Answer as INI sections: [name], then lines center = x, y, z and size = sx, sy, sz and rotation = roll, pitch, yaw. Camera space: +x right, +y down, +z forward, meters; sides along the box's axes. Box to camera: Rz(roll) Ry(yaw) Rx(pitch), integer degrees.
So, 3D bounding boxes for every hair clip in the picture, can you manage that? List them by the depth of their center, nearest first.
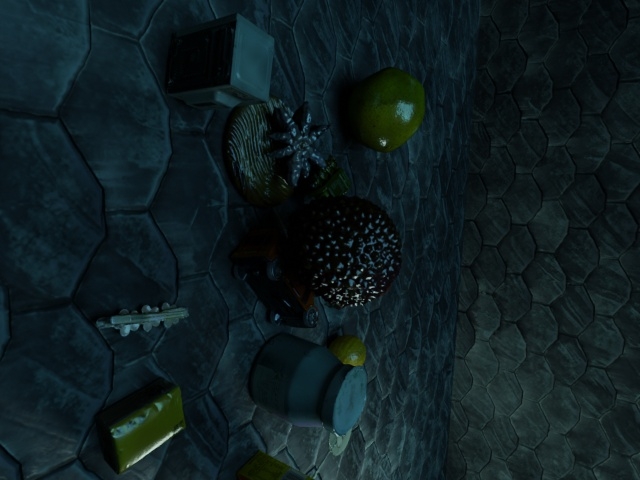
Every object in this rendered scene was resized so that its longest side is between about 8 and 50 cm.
[hair clip]
center = -0.383, 0.170, 0.896
size = 0.213, 0.056, 0.063
rotation = 9, 72, -64

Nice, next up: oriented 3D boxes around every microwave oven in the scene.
[microwave oven]
center = -0.220, -0.374, 0.890
size = 0.122, 0.207, 0.163
rotation = 6, 91, -55

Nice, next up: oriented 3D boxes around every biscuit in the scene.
[biscuit]
center = -0.146, -0.251, 1.168
size = 0.317, 0.040, 0.319
rotation = -15, 108, -54

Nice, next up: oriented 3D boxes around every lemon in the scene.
[lemon]
center = 0.102, 0.427, 1.555
size = 0.187, 0.142, 0.143
rotation = -19, 111, -58

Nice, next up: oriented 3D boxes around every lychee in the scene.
[lychee]
center = 0.066, 0.027, 1.105
size = 0.329, 0.305, 0.307
rotation = -1, 97, -38

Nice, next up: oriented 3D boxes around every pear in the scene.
[pear]
center = 0.233, -0.460, 1.482
size = 0.294, 0.293, 0.295
rotation = -14, 107, -54

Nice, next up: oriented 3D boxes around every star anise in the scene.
[star anise]
center = -0.062, -0.266, 1.155
size = 0.229, 0.092, 0.237
rotation = 24, 84, -39

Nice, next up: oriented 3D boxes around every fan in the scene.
[fan]
center = 0.053, 0.835, 1.670
size = 0.329, 0.009, 0.191
rotation = -42, 129, -44

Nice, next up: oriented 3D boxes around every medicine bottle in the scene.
[medicine bottle]
center = -0.028, 0.431, 1.236
size = 0.244, 0.289, 0.246
rotation = -15, 108, -54

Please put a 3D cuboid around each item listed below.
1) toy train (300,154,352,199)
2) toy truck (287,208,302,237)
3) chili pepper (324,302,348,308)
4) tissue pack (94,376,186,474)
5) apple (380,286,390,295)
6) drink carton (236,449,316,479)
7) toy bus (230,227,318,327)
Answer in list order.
[toy train]
center = 0.021, -0.184, 1.321
size = 0.137, 0.090, 0.225
rotation = 57, 29, -13
[toy truck]
center = 0.000, 0.005, 1.356
size = 0.127, 0.127, 0.257
rotation = -73, 147, -41
[chili pepper]
center = 0.094, 0.228, 1.594
size = 0.267, 0.059, 0.051
rotation = -13, 144, -57
[tissue pack]
center = -0.385, 0.398, 0.898
size = 0.169, 0.082, 0.120
rotation = -22, 115, -52
[apple]
center = 0.146, 0.112, 1.502
size = 0.229, 0.229, 0.230
rotation = -14, 107, -54
[drink carton]
center = -0.072, 0.756, 1.175
size = 0.111, 0.350, 0.155
rotation = -27, 117, -50
[toy bus]
center = -0.110, 0.120, 1.195
size = 0.329, 0.142, 0.153
rotation = 60, 39, -36
